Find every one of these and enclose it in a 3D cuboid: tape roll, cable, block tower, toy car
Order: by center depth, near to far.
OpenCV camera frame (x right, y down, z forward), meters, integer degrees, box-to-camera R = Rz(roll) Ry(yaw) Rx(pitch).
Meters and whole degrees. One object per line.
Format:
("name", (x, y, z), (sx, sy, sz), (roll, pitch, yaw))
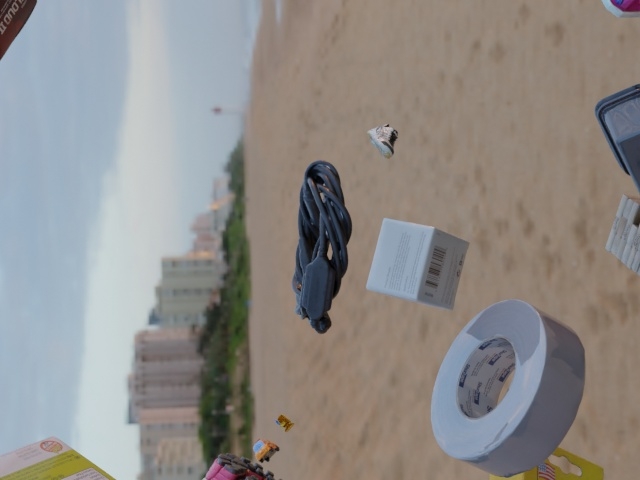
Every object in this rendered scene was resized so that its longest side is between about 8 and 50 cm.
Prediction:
("cable", (0.000, 0.000, 1.259), (0.150, 0.047, 0.184), (-109, 22, -70))
("tape roll", (0.238, 0.188, 1.490), (0.219, 0.072, 0.219), (-44, 30, 35))
("block tower", (0.506, 0.035, 1.565), (0.335, 0.091, 0.097), (-118, 38, -65))
("toy car", (-0.083, 0.353, 2.111), (0.122, 0.040, 0.060), (-53, -19, 24))

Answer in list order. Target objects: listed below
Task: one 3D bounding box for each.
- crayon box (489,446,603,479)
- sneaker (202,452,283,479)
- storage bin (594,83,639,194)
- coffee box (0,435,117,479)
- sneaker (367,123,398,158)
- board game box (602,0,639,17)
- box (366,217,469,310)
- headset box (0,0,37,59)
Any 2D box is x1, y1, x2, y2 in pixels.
("crayon box", (0.353, 0.485, 1.833), (0.081, 0.202, 0.318), (-24, 46, 46))
("sneaker", (-0.011, 0.349, 1.243), (0.112, 0.299, 0.121), (-56, 1, 2))
("storage bin", (0.443, -0.130, 1.576), (0.135, 0.098, 0.091), (56, -158, -31))
("coffee box", (-0.372, 0.502, 1.428), (0.338, 0.334, 0.337), (-14, -54, -56))
("sneaker", (0.090, -0.139, 1.582), (0.032, 0.037, 0.083), (62, -179, -28))
("board game box", (0.446, -0.476, 1.567), (0.050, 0.390, 0.390), (-43, 63, 48))
("box", (0.132, 0.033, 1.565), (0.102, 0.087, 0.101), (20, -97, -53))
("headset box", (-0.497, -0.326, 1.377), (0.293, 0.218, 0.110), (59, -135, -47))
